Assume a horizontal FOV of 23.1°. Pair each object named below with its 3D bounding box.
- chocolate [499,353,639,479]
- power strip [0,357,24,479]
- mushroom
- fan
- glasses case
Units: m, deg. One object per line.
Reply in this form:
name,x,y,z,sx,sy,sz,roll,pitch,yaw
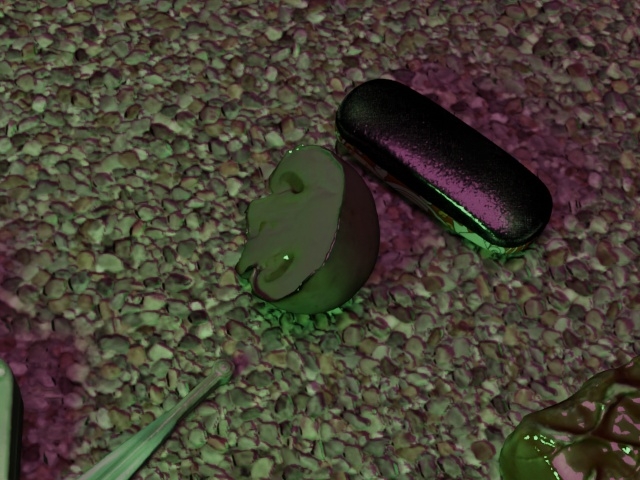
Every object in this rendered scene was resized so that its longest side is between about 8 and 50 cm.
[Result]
chocolate,0.290,0.203,1.540,0.214,0.093,0.148,-28,63,-22
power strip,-0.400,0.144,1.475,0.229,0.141,0.261,0,59,-4
mushroom,0.000,0.000,1.630,0.117,0.141,0.188,31,54,-27
fan,-0.188,0.206,1.528,0.057,0.023,0.282,32,59,24
glasses case,0.134,-0.084,1.725,0.267,0.067,0.103,38,62,17
